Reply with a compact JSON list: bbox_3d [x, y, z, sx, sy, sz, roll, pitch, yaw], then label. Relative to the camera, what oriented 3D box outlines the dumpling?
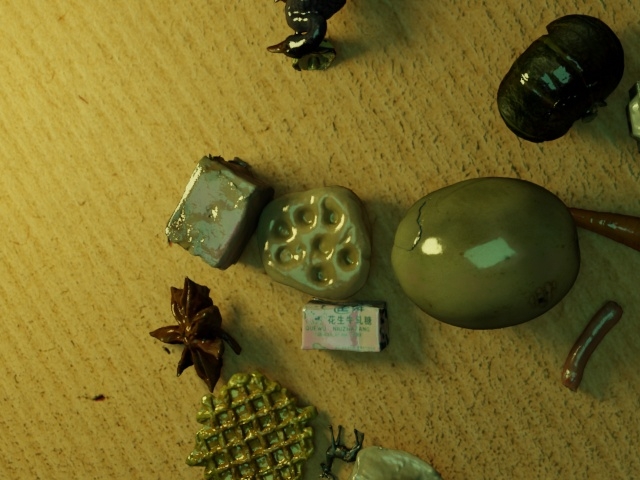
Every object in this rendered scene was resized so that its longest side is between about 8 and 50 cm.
[{"bbox_3d":[0.142,0.505,1.968,0.227,0.243,0.175,-2,53,-4],"label":"dumpling"}]

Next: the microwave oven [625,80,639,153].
[{"bbox_3d":[0.594,-0.209,1.775,0.162,0.208,0.122,-10,91,13],"label":"microwave oven"}]

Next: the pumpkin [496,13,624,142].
[{"bbox_3d":[0.410,-0.267,1.805,0.159,0.238,0.238,41,101,11],"label":"pumpkin"}]

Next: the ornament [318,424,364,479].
[{"bbox_3d":[0.038,0.416,2.035,0.073,0.028,0.125,14,94,12],"label":"ornament"}]

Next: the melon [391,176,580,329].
[{"bbox_3d":[0.276,0.025,1.835,0.330,0.268,0.268,-9,91,22],"label":"melon"}]

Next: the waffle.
[{"bbox_3d":[-0.127,0.374,2.037,0.243,0.059,0.238,26,99,-4],"label":"waffle"}]

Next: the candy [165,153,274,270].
[{"bbox_3d":[-0.184,-0.055,1.987,0.137,0.185,0.195,28,95,5],"label":"candy"}]

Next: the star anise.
[{"bbox_3d":[-0.237,0.169,2.043,0.196,0.111,0.212,22,130,30],"label":"star anise"}]

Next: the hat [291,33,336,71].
[{"bbox_3d":[-0.017,-0.353,1.978,0.077,0.076,0.059,-6,67,-20],"label":"hat"}]

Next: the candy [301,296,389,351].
[{"bbox_3d":[0.045,0.157,1.995,0.160,0.073,0.092,1,98,12],"label":"candy"}]

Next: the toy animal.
[{"bbox_3d":[-0.023,-0.475,1.930,0.185,0.122,0.298,24,86,44],"label":"toy animal"}]

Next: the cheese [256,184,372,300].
[{"bbox_3d":[0.000,0.000,1.974,0.235,0.117,0.218,43,100,8],"label":"cheese"}]

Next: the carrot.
[{"bbox_3d":[0.511,-0.027,1.892,0.256,0.061,0.061,19,97,20],"label":"carrot"}]

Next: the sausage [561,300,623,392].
[{"bbox_3d":[0.482,0.186,1.911,0.047,0.040,0.177,31,100,3],"label":"sausage"}]
